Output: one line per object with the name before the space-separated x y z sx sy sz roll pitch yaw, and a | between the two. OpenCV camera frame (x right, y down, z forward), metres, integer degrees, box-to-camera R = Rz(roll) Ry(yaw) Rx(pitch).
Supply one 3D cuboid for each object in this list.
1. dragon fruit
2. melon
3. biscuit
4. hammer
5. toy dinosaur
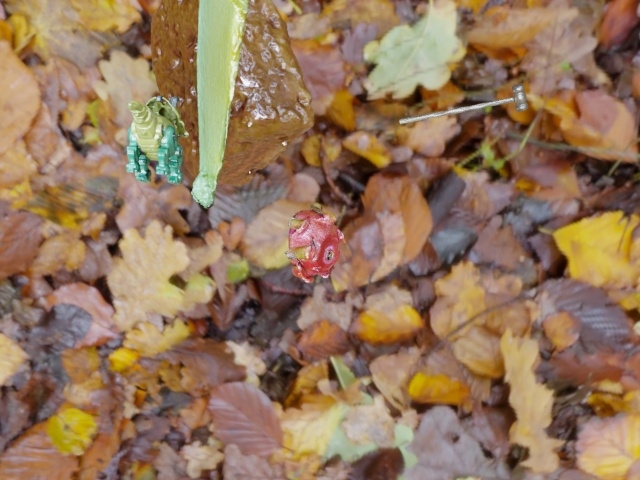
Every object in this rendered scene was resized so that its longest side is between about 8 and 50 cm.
dragon fruit | -0.001 0.005 1.311 0.068 0.126 0.112 -3 113 29
melon | -0.101 -0.163 0.900 0.053 0.114 0.262 2 103 -26
biscuit | -0.190 -0.326 1.639 0.166 0.342 0.395 -14 79 -31
hammer | 0.317 -0.297 1.899 0.292 0.029 0.058 -8 116 20
toy dinosaur | -0.274 -0.170 1.377 0.094 0.259 0.153 3 93 4
